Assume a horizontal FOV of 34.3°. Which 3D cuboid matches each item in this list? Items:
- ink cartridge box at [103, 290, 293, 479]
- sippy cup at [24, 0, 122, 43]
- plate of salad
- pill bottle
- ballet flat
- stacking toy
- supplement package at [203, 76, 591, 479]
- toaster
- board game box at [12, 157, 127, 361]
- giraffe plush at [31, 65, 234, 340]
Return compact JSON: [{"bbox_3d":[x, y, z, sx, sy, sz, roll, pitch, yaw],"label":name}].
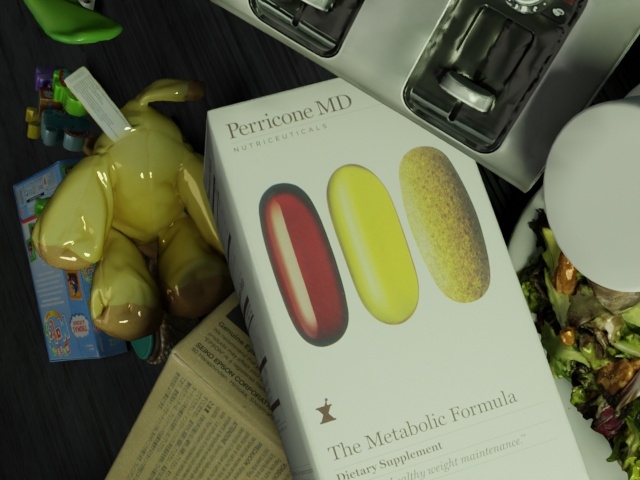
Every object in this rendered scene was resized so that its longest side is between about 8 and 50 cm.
[{"bbox_3d":[-0.046,0.178,0.755,0.193,0.088,0.234,39,134,6],"label":"ink cartridge box"},{"bbox_3d":[-0.168,-0.305,0.755,0.224,0.240,0.305,39,169,29],"label":"sippy cup"},{"bbox_3d":[0.156,0.054,0.527,0.200,0.048,0.199,22,117,51],"label":"plate of salad"},{"bbox_3d":[0.163,-0.027,0.394,0.087,0.160,0.087,20,115,52],"label":"pill bottle"},{"bbox_3d":[-0.167,0.027,0.962,0.073,0.067,0.206,-55,52,40],"label":"ballet flat"},{"bbox_3d":[-0.248,-0.128,1.005,0.221,0.052,0.167,-111,31,-45],"label":"stacking toy"},{"bbox_3d":[0.029,0.041,0.591,0.134,0.139,0.244,119,134,-75],"label":"supplement package"},{"bbox_3d":[0.059,-0.120,0.471,0.168,0.186,0.110,33,112,7],"label":"toaster"},{"bbox_3d":[-0.281,0.027,1.151,0.160,0.039,0.211,-12,89,56],"label":"board game box"},{"bbox_3d":[-0.153,-0.034,0.864,0.170,0.181,0.210,176,73,-77],"label":"giraffe plush"}]
